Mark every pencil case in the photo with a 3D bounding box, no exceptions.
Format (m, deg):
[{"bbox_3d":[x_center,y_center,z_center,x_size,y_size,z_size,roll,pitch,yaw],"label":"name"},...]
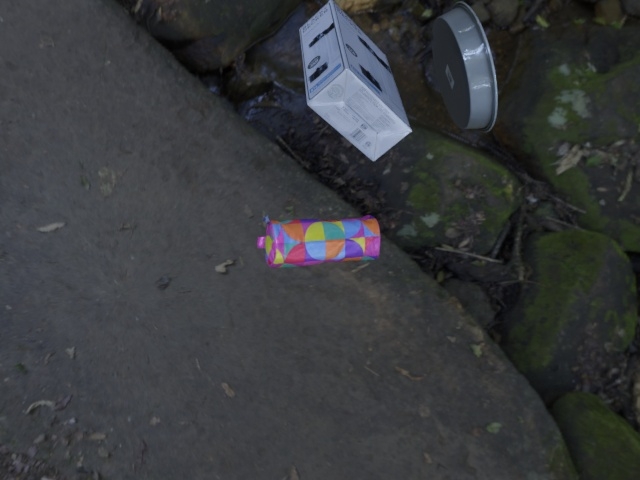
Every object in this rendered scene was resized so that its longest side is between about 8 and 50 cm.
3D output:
[{"bbox_3d":[0.000,0.000,1.162,0.237,0.104,0.104,-2,86,-17],"label":"pencil case"}]

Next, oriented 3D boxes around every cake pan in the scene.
[{"bbox_3d":[0.316,-0.379,1.317,0.054,0.293,0.292,-16,90,1],"label":"cake pan"}]

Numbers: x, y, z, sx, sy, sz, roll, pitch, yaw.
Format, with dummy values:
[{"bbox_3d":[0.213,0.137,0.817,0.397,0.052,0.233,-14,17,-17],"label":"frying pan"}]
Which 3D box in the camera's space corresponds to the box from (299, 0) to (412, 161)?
[{"bbox_3d":[0.054,-0.291,1.041,0.169,0.087,0.289,36,30,-30],"label":"box"}]
